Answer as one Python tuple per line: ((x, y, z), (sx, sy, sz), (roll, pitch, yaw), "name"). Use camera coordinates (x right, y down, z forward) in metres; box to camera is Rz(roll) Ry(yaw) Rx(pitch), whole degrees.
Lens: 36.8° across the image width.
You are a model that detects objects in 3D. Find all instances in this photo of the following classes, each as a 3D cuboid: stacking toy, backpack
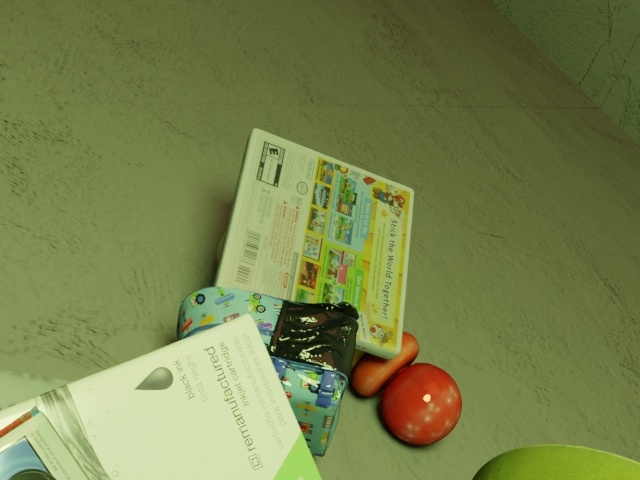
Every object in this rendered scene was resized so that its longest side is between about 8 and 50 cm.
((0.031, 0.093, 1.086), (0.330, 0.141, 0.141), (48, 34, 17), "stacking toy")
((-0.062, 0.123, 0.933), (0.173, 0.158, 0.117), (14, 51, -3), "backpack")

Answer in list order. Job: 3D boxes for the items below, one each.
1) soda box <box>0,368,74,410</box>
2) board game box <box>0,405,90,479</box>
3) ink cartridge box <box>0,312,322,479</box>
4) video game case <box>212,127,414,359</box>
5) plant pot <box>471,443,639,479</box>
((-0.258, 0.164, 0.748), (0.286, 0.098, 0.091), (16, 35, -25), "soda box")
((-0.184, 0.295, 0.459), (0.302, 0.086, 0.308), (-33, 89, -38), "board game box")
((-0.143, 0.194, 0.658), (0.273, 0.115, 0.198), (-20, 83, -33), "ink cartridge box")
((0.000, 0.000, 1.044), (0.206, 0.026, 0.227), (20, 51, -14), "video game case")
((0.176, 0.357, 0.730), (0.274, 0.275, 0.293), (37, 47, 9), "plant pot")
